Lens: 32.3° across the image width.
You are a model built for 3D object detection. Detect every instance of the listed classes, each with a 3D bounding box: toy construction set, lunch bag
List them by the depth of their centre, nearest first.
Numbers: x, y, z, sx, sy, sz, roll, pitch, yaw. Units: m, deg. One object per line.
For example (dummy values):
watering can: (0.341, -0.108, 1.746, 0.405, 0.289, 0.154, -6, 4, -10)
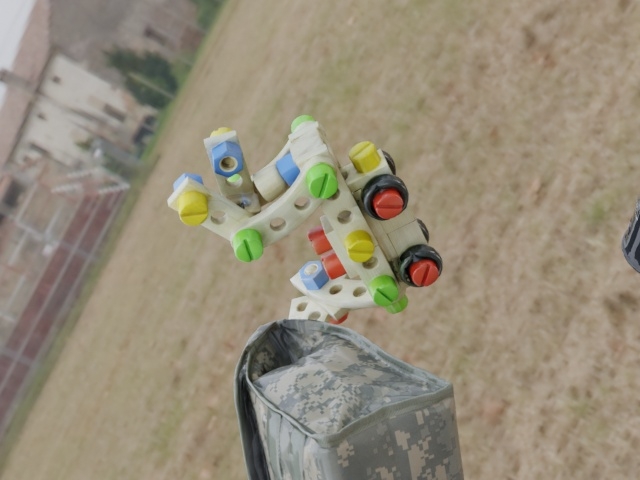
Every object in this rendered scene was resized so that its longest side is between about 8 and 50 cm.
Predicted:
lunch bag: (0.013, 0.226, 1.118, 0.287, 0.168, 0.235, 23, 127, 60)
toy construction set: (0.000, 0.000, 1.174, 0.215, 0.328, 0.151, -26, 51, 6)

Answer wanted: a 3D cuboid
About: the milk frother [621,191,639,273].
milk frother: (0.324, -0.020, 0.865, 0.129, 0.143, 0.135, -84, -3, -46)
